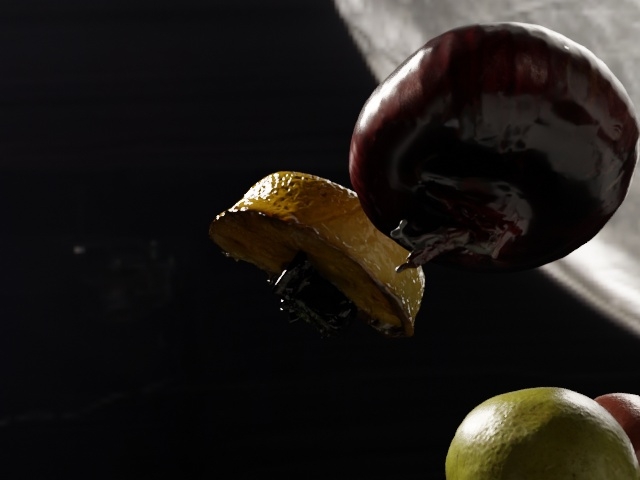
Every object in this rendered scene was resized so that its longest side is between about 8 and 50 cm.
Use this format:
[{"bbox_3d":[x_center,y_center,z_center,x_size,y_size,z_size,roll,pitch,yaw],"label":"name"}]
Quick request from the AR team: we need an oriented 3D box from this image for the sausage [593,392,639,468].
[{"bbox_3d":[0.242,0.154,1.117,0.094,0.054,0.059,-135,31,-65],"label":"sausage"}]

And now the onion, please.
[{"bbox_3d":[0.154,-0.058,1.303,0.273,0.273,0.285,96,-176,-48],"label":"onion"}]

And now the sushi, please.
[{"bbox_3d":[-0.002,0.067,1.544,0.056,0.083,0.084,-56,-14,-18],"label":"sushi"}]

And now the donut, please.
[{"bbox_3d":[0.004,0.000,1.569,0.101,0.259,0.152,-55,-14,-22],"label":"donut"}]

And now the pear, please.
[{"bbox_3d":[0.162,0.157,0.999,0.104,0.141,0.141,-63,4,-8],"label":"pear"}]
